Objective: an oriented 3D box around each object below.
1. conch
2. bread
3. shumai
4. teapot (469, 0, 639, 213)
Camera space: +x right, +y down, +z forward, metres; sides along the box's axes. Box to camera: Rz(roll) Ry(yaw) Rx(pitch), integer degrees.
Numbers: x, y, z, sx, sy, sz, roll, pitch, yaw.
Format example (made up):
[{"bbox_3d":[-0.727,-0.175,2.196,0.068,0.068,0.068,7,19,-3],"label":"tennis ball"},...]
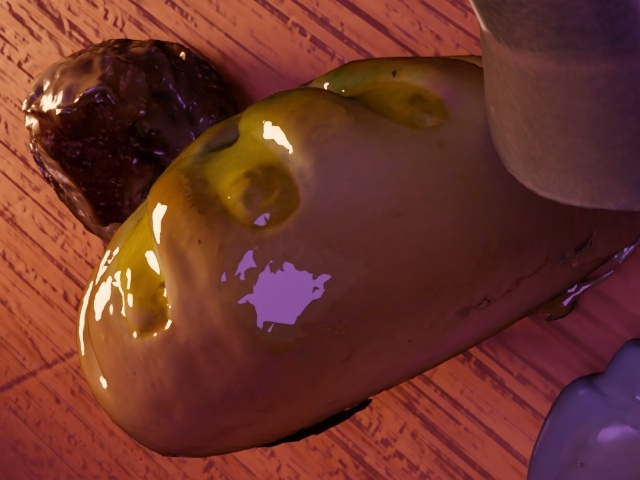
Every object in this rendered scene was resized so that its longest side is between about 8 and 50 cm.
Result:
[{"bbox_3d":[0.140,0.091,0.598,0.065,0.088,0.180,-104,35,-55],"label":"conch"},{"bbox_3d":[0.011,-0.006,0.593,0.260,0.156,0.158,-25,83,-11],"label":"bread"},{"bbox_3d":[-0.113,-0.049,0.716,0.139,0.105,0.123,38,120,49],"label":"shumai"},{"bbox_3d":[0.067,-0.207,0.437,0.253,0.300,0.344,-31,120,0],"label":"teapot"}]
